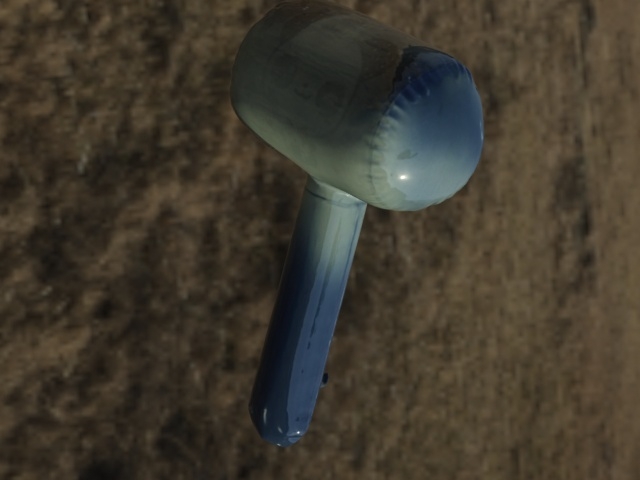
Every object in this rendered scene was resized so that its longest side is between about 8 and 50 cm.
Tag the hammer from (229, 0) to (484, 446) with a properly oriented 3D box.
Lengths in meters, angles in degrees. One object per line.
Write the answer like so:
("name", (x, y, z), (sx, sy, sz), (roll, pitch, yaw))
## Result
("hammer", (0.000, 0.000, 0.614), (0.069, 0.116, 0.194), (-5, 117, -42))
